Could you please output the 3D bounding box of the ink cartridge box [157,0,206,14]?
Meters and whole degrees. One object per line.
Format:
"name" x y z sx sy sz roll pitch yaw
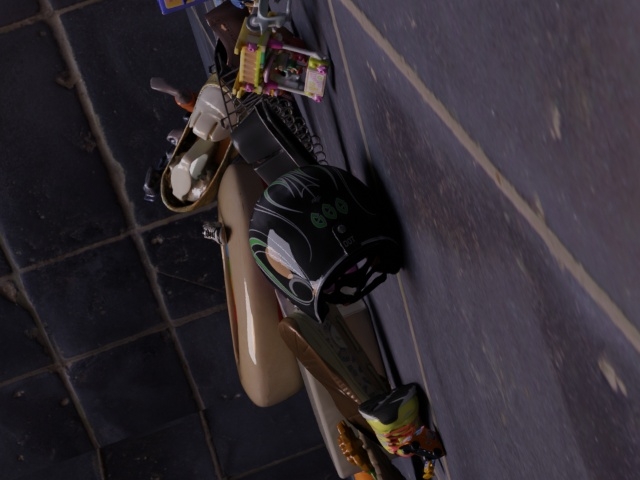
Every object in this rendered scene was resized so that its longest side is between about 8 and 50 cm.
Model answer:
"ink cartridge box" -0.236 -0.542 1.886 0.270 0.151 0.395 79 168 -58

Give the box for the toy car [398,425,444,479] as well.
"toy car" 0.131 0.278 1.645 0.122 0.060 0.040 98 -176 -64

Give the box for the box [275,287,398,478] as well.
"box" 0.034 0.215 2.000 0.148 0.121 0.311 -119 11 -56

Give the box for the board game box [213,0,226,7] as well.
"board game box" -0.181 -0.466 2.171 0.136 0.035 0.201 -146 37 -81

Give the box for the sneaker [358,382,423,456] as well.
"sneaker" 0.107 0.247 1.671 0.208 0.081 0.094 34 -146 -81

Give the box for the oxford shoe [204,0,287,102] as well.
"oxford shoe" -0.113 -0.264 1.880 0.271 0.098 0.097 77 171 -50

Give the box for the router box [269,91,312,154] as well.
"router box" -0.043 -0.155 1.892 0.122 0.038 0.092 81 169 -64

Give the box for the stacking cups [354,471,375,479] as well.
"stacking cups" 0.082 0.395 2.388 0.096 0.096 0.316 -117 6 -52

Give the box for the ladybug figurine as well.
"ladybug figurine" -0.083 0.065 2.174 0.305 0.162 0.449 112 150 -74

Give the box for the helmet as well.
"helmet" -0.003 -0.006 1.401 0.161 0.169 0.169 49 164 30

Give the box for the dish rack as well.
"dish rack" -0.058 -0.143 1.644 0.208 0.074 0.271 49 -167 -34

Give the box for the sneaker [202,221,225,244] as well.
"sneaker" -0.182 -0.010 2.097 0.083 0.037 0.031 -141 49 -73

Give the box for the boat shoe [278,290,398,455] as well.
"boat shoe" 0.058 0.201 1.823 0.285 0.089 0.105 52 156 -16

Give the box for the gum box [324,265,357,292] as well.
"gum box" 0.000 0.000 1.890 0.188 0.062 0.107 -127 17 -71

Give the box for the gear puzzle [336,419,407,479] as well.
"gear puzzle" 0.101 0.392 1.921 0.339 0.044 0.175 54 -173 -43

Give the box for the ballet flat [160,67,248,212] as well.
"ballet flat" -0.199 -0.182 2.205 0.348 0.123 0.123 -61 39 37

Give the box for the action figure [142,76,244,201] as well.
"action figure" -0.206 -0.216 2.368 0.179 0.341 0.330 19 154 27

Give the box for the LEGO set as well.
"LEGO set" -0.035 -0.221 1.482 0.287 0.107 0.132 82 -158 -85

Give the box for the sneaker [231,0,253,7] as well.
"sneaker" -0.095 -0.345 1.609 0.211 0.080 0.081 -99 -14 -66
